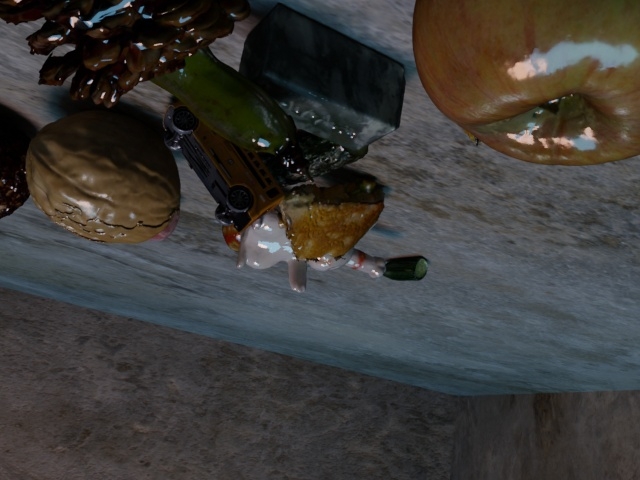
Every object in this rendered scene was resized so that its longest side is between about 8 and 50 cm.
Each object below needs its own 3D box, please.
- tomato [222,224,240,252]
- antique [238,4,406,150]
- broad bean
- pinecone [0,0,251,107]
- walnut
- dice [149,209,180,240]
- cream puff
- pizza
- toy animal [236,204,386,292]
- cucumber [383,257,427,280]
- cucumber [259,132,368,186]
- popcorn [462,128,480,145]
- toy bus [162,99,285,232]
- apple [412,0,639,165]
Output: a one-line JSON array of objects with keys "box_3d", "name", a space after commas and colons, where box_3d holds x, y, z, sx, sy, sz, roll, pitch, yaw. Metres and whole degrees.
[{"box_3d": [-0.151, -0.016, 1.378, 0.087, 0.075, 0.087, 10, 158, 4], "name": "tomato"}, {"box_3d": [0.005, -0.175, 0.803, 0.183, 0.086, 0.088, 18, 160, -25], "name": "antique"}, {"box_3d": [-0.134, -0.174, 0.725, 0.339, 0.061, 0.077, 39, 146, -8], "name": "broad bean"}, {"box_3d": [-0.164, -0.226, 0.566, 0.222, 0.221, 0.221, 9, 162, 3], "name": "pinecone"}, {"box_3d": [-0.319, -0.092, 1.061, 0.245, 0.198, 0.198, 25, 156, -33], "name": "walnut"}, {"box_3d": [-0.325, -0.054, 1.323, 0.094, 0.091, 0.093, -3, 158, 30], "name": "dice"}, {"box_3d": [-0.574, -0.123, 1.126, 0.239, 0.164, 0.239, 11, 164, 3], "name": "cream puff"}, {"box_3d": [0.000, -0.037, 1.119, 0.226, 0.069, 0.147, -6, 134, -39], "name": "pizza"}, {"box_3d": [-0.009, 0.005, 1.252, 0.283, 0.138, 0.140, 17, 123, -2], "name": "toy animal"}, {"box_3d": [0.174, 0.062, 1.497, 0.105, 0.048, 0.048, -5, 157, 43], "name": "cucumber"}, {"box_3d": [-0.044, -0.113, 1.053, 0.068, 0.067, 0.294, 22, 159, -33], "name": "cucumber"}, {"box_3d": [0.186, -0.146, 0.816, 0.084, 0.084, 0.084, 9, 162, 3], "name": "popcorn"}, {"box_3d": [-0.138, -0.112, 0.991, 0.194, 0.088, 0.083, 55, 155, -1], "name": "toy bus"}, {"box_3d": [0.193, -0.170, 0.557, 0.261, 0.193, 0.261, 11, 163, 3], "name": "apple"}]
